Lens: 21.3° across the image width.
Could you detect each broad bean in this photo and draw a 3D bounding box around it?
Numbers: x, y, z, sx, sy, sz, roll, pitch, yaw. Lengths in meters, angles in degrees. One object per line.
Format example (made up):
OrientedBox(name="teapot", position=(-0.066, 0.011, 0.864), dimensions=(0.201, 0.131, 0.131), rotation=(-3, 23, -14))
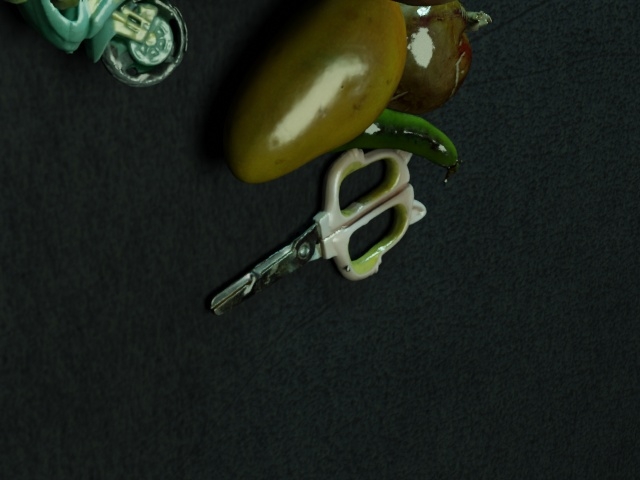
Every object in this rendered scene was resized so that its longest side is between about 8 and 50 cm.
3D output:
OrientedBox(name="broad bean", position=(0.064, -0.106, 1.797), dimensions=(0.227, 0.039, 0.069), rotation=(11, 100, -33))

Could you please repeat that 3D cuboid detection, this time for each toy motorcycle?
OrientedBox(name="toy motorcycle", position=(-0.201, -0.277, 1.442), dimensions=(0.198, 0.109, 0.296), rotation=(-4, 102, -34))

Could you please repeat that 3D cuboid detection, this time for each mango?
OrientedBox(name="mango", position=(-0.003, -0.151, 1.683), dimensions=(0.253, 0.113, 0.138), rotation=(-51, 132, -19))

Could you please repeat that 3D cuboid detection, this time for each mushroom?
OrientedBox(name="mushroom", position=(0.118, -0.204, 1.822), dimensions=(0.170, 0.080, 0.135), rotation=(-35, 138, -30))

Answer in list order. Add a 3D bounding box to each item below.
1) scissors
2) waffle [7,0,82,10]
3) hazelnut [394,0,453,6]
OrientedBox(name="scissors", position=(0.000, 0.000, 1.809), dimensions=(0.317, 0.024, 0.160), rotation=(-34, 127, -34))
OrientedBox(name="waffle", position=(-0.253, -0.300, 1.341), dimensions=(0.204, 0.054, 0.223), rotation=(22, 89, -10))
OrientedBox(name="hazelnut", position=(0.064, -0.389, 1.489), dimensions=(0.315, 0.372, 0.372), rotation=(-12, 113, -40))
